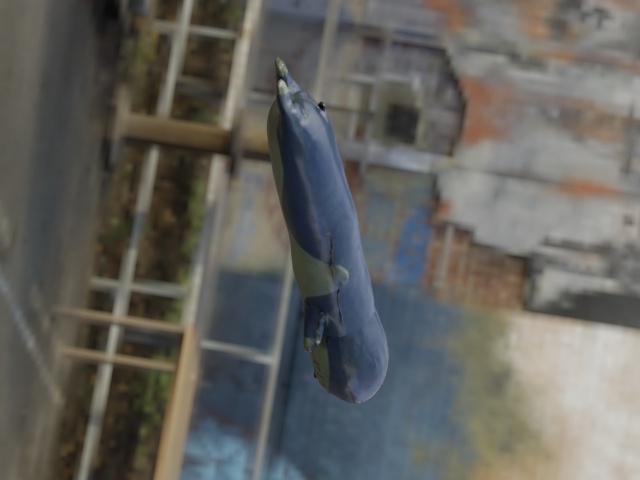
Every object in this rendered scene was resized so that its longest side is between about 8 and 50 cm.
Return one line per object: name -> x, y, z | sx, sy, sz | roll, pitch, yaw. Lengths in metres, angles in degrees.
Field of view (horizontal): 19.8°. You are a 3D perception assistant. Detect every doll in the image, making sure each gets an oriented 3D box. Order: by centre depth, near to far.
doll -> 0.000, 0.000, 0.593 | 0.037, 0.027, 0.125 | -95, 172, -60
